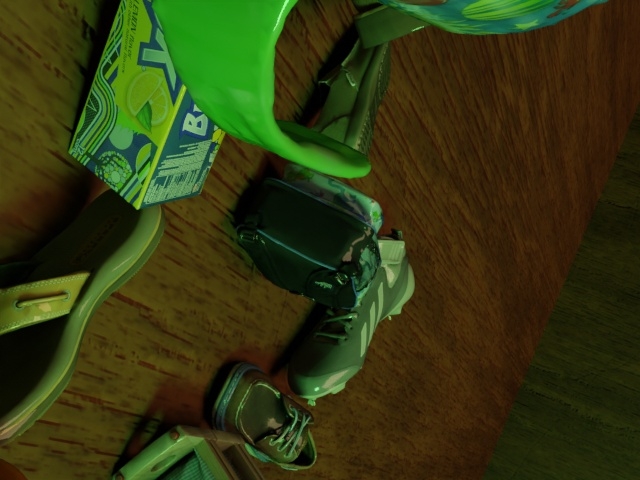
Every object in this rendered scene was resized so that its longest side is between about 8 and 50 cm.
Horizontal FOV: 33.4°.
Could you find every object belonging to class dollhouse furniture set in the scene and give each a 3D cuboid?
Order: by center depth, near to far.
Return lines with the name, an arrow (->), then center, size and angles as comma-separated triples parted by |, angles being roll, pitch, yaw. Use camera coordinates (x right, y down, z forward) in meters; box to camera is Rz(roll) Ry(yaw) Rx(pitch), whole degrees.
dollhouse furniture set -> -0.120, 0.248, 0.797 | 0.184, 0.129, 0.129 | -39, 159, 5

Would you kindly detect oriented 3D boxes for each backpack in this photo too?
backpack -> 0.000, 0.000, 0.824 | 0.084, 0.105, 0.114 | -61, 163, -18

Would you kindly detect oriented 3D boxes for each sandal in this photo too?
sandal -> -0.146, 0.028, 0.547 | 0.180, 0.072, 0.049 | -57, 141, -31

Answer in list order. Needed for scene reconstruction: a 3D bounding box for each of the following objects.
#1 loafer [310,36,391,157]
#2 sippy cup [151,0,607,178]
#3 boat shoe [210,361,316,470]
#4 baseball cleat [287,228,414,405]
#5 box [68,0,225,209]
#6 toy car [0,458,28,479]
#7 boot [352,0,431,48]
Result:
loafer -> 0.024, -0.122, 0.848 | 0.056, 0.050, 0.148 | 86, 17, -53
sippy cup -> 0.053, -0.190, 0.430 | 0.305, 0.240, 0.224 | -33, 161, 17
boat shoe -> -0.040, 0.157, 0.932 | 0.066, 0.066, 0.183 | -63, 159, -14
baseball cleat -> 0.023, 0.059, 1.020 | 0.206, 0.072, 0.109 | -49, 136, -47
box -> -0.070, -0.102, 0.552 | 0.054, 0.059, 0.169 | -21, 144, -55
toy car -> -0.183, 0.131, 0.417 | 0.182, 0.159, 0.136 | -7, 115, -66
boot -> 0.081, -0.230, 0.814 | 0.115, 0.112, 0.305 | 68, 20, -10
